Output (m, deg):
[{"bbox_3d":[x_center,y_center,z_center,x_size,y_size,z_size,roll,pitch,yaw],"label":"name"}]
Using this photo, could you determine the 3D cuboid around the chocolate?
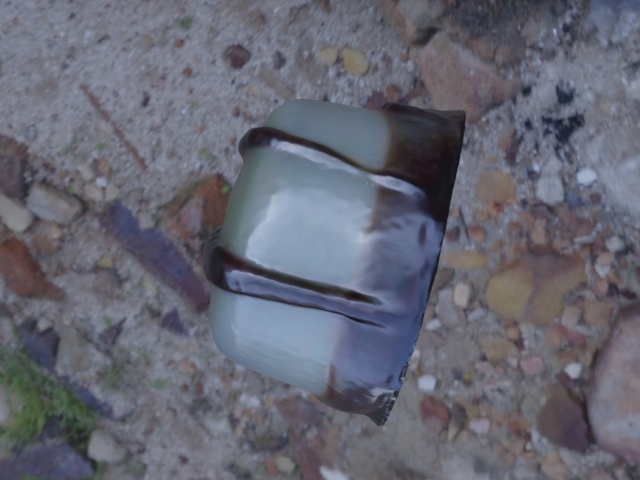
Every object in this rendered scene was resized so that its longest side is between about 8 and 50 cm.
[{"bbox_3d":[0.000,0.000,0.889,0.186,0.283,0.283,16,117,3],"label":"chocolate"}]
